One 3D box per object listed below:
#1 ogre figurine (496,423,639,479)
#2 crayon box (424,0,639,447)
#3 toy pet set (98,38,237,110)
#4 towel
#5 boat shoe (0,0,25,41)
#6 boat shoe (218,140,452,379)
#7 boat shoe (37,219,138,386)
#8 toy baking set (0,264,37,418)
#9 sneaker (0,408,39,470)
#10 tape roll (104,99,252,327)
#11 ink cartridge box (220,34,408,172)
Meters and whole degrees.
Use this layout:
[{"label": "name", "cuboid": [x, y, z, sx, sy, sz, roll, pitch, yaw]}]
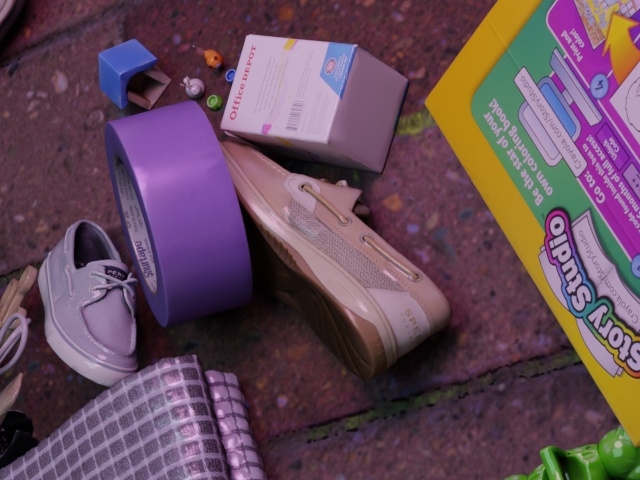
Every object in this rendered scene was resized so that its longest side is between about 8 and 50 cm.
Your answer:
[{"label": "ogre figurine", "cuboid": [0.204, 0.209, 1.399, 0.197, 0.097, 0.118, -35, 68, 36]}, {"label": "crayon box", "cuboid": [0.266, -0.082, 1.390, 0.313, 0.106, 0.363, -55, 48, 35]}, {"label": "toy pet set", "cuboid": [-0.159, -0.149, 1.810, 0.122, 0.065, 0.114, -53, 52, 9]}, {"label": "towel", "cuboid": [-0.175, 0.264, 1.645, 0.283, 0.121, 0.235, -34, 56, 23]}, {"label": "boat shoe", "cuboid": [-0.419, -0.188, 2.016, 0.335, 0.095, 0.112, -43, 90, 22]}, {"label": "boat shoe", "cuboid": [0.000, 0.000, 1.629, 0.098, 0.109, 0.302, -29, 46, -17]}, {"label": "boat shoe", "cuboid": [-0.209, 0.051, 1.734, 0.081, 0.079, 0.227, -62, 29, 18]}, {"label": "toy baking set", "cuboid": [-0.324, 0.126, 1.776, 0.197, 0.030, 0.256, -58, 20, 18]}, {"label": "sneaker", "cuboid": [-0.317, 0.224, 1.784, 0.170, 0.089, 0.051, -37, 56, 21]}, {"label": "tape roll", "cuboid": [-0.127, -0.024, 1.660, 0.080, 0.189, 0.189, -15, 58, -13]}, {"label": "ink cartridge box", "cuboid": [-0.012, -0.123, 1.676, 0.143, 0.090, 0.092, 11, 81, 39]}]
